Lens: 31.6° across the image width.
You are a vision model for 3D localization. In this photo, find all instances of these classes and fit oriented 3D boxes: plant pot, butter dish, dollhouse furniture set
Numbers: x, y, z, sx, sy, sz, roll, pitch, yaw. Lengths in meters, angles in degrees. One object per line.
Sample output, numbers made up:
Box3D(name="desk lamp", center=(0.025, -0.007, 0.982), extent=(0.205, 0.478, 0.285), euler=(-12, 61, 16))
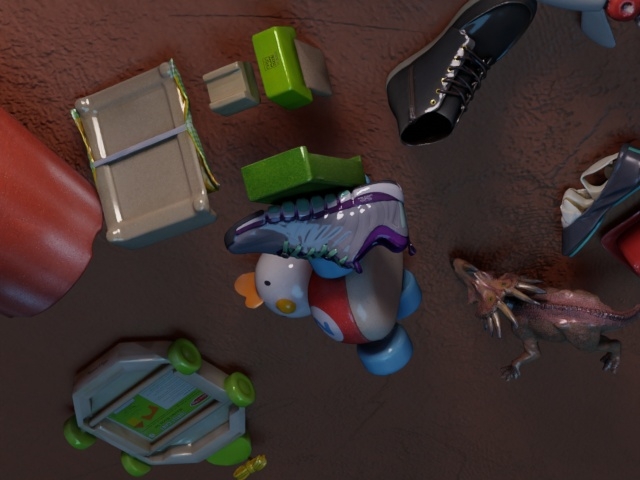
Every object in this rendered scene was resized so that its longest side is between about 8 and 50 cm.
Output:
Box3D(name="plant pot", center=(-0.422, -0.048, 1.352), extent=(0.272, 0.272, 0.265), euler=(-30, 138, 21))
Box3D(name="butter dish", center=(0.510, 0.023, 1.607), extent=(0.160, 0.118, 0.160), euler=(33, 123, -32))
Box3D(name="dollhouse furniture set", center=(-0.127, -0.118, 1.390), extent=(0.301, 0.198, 0.151), euler=(-18, 173, 24))

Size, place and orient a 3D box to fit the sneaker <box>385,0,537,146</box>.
Box3D(name="sneaker", center=(0.177, -0.202, 1.353), extent=(0.083, 0.118, 0.222), euler=(33, 122, -31))

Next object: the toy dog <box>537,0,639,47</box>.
Box3D(name="toy dog", center=(0.406, -0.284, 1.313), extent=(0.333, 0.161, 0.220), euler=(38, 123, -17))

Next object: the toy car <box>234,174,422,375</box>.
Box3D(name="toy car", center=(-0.013, 0.060, 1.541), extent=(0.237, 0.210, 0.219), euler=(-12, 126, 23))

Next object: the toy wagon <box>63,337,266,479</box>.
Box3D(name="toy wagon", center=(-0.227, 0.283, 1.805), extent=(0.267, 0.068, 0.344), euler=(-36, 128, 25))

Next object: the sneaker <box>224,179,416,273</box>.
Box3D(name="sneaker", center=(0.000, 0.000, 1.348), extent=(0.223, 0.098, 0.083), euler=(-15, 166, -1))

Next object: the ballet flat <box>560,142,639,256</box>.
Box3D(name="ballet flat", center=(0.376, -0.060, 1.555), extent=(0.074, 0.074, 0.203), euler=(17, 135, -21))

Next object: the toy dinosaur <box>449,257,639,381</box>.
Box3D(name="toy dinosaur", center=(0.338, 0.105, 1.625), extent=(0.295, 0.127, 0.200), euler=(-3, 150, 17))
